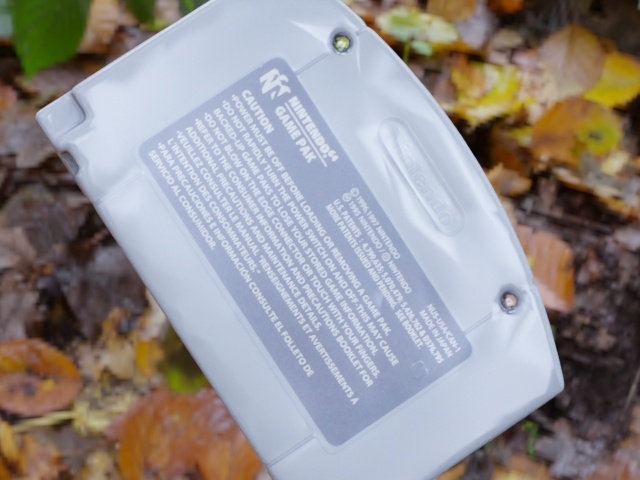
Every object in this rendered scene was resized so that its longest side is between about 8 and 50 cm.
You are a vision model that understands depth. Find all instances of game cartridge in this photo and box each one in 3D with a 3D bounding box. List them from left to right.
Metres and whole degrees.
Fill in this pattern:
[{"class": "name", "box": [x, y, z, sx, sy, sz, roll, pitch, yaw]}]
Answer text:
[{"class": "game cartridge", "box": [0.000, 0.000, 0.848, 0.196, 0.060, 0.294, -33, 91, -2]}]
